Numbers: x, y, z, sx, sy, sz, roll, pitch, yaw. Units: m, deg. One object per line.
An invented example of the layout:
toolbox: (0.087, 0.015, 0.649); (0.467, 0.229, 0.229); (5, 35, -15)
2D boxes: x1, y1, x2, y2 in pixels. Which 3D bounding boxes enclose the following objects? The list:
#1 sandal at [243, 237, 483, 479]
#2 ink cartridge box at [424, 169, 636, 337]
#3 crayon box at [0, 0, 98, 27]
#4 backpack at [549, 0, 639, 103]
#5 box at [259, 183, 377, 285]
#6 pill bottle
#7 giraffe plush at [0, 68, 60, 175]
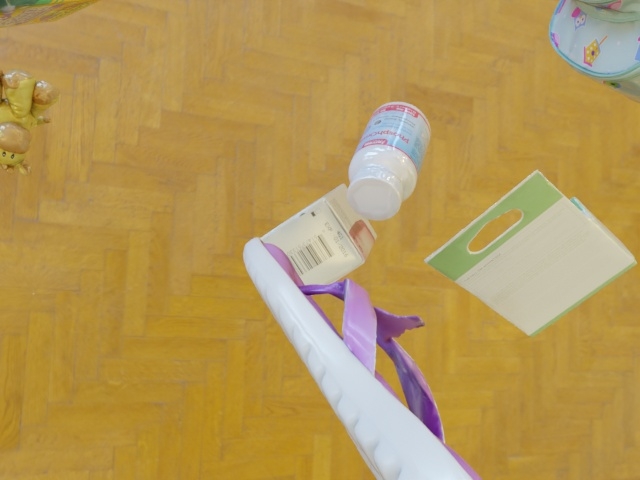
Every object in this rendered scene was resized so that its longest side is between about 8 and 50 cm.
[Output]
sandal: (0.054, 0.113, 0.515); (0.102, 0.416, 0.169); (-32, 128, -8)
ink cartridge box: (0.257, 0.014, 0.779); (0.235, 0.056, 0.171); (33, 117, -29)
crayon box: (-0.664, -0.570, 1.469); (0.323, 0.203, 0.083); (-40, 118, -53)
backpack: (0.258, -0.198, 0.460); (0.144, 0.166, 0.189); (11, 118, -21)
box: (0.000, 0.000, 1.103); (0.148, 0.232, 0.127); (-33, 93, 15)
pill bottle: (0.085, -0.100, 0.794); (0.087, 0.087, 0.160); (40, 43, -16)
giraffe plush: (-0.656, -0.237, 1.313); (0.181, 0.210, 0.171); (9, 63, -21)
